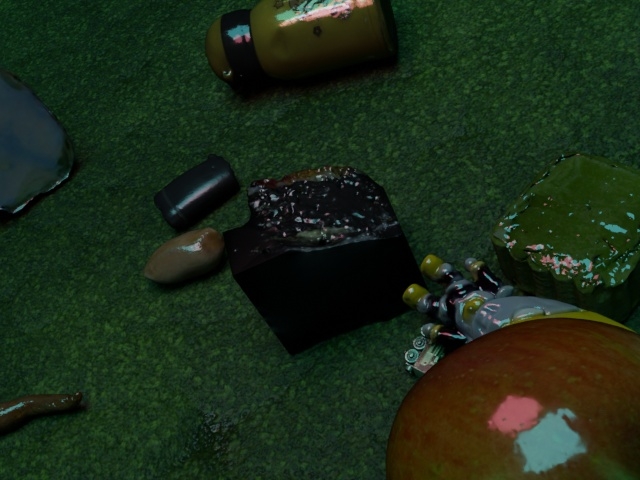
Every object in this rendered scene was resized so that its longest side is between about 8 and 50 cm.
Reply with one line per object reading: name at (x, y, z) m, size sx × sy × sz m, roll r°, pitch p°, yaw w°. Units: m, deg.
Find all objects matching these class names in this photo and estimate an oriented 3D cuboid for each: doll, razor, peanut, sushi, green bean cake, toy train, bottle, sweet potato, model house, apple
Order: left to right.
model house at (-0.649, -0.214, 1.636) m, size 0.226 × 0.261 × 0.241 m, roll -41°, pitch 39°, yaw -12°
sweet potato at (-0.464, 0.267, 1.318) m, size 0.214 × 0.050 × 0.050 m, roll -15°, pitch 51°, yaw 6°
peanut at (-0.225, 0.027, 1.384) m, size 0.152 × 0.076 × 0.076 m, roll -22°, pitch 49°, yaw 11°
razor at (-0.217, -0.087, 1.479) m, size 0.148 × 0.054 × 0.090 m, roll -36°, pitch 54°, yaw -5°
bottle at (-0.045, -0.385, 1.556) m, size 0.351 × 0.171 × 0.172 m, roll -11°, pitch 52°, yaw 14°
sushi at (0.001, 0.000, 1.219) m, size 0.227 × 0.215 × 0.212 m, roll -24°, pitch 49°, yaw 5°
toy train at (0.151, 0.153, 1.162) m, size 0.053 × 0.033 × 0.083 m, roll 24°, pitch 66°, yaw 29°
doll at (0.257, 0.120, 1.092) m, size 0.316 × 0.103 × 0.145 m, roll 31°, pitch 65°, yaw 31°
apple at (0.240, 0.241, 0.872) m, size 0.339 × 0.339 × 0.340 m, roll -11°, pitch 52°, yaw 14°
green bean cake at (0.362, -0.009, 1.145) m, size 0.200 × 0.113 × 0.214 m, roll 29°, pitch 70°, yaw 35°
